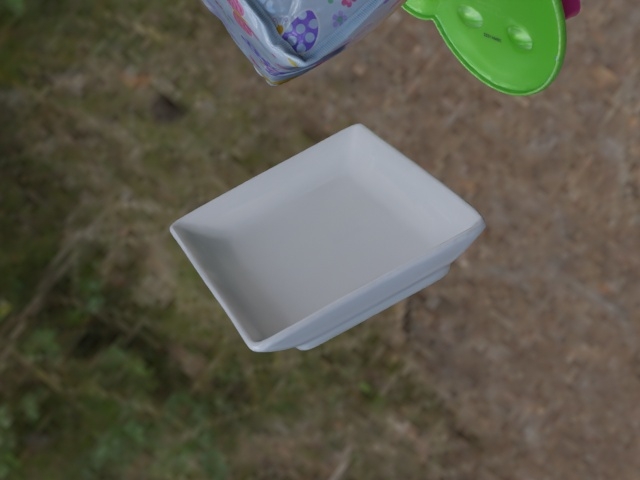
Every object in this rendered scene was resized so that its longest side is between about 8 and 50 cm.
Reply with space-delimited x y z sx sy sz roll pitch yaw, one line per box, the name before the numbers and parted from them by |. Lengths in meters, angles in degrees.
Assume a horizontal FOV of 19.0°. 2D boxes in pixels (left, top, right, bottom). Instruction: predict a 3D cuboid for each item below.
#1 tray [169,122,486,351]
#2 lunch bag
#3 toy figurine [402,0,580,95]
tray | 0.000 0.000 1.126 0.030 0.145 0.270 64 174 -19
lunch bag | 0.009 -0.079 0.430 0.053 0.083 0.071 52 177 -5
toy figurine | 0.150 -0.191 1.239 0.173 0.159 0.130 29 140 44
